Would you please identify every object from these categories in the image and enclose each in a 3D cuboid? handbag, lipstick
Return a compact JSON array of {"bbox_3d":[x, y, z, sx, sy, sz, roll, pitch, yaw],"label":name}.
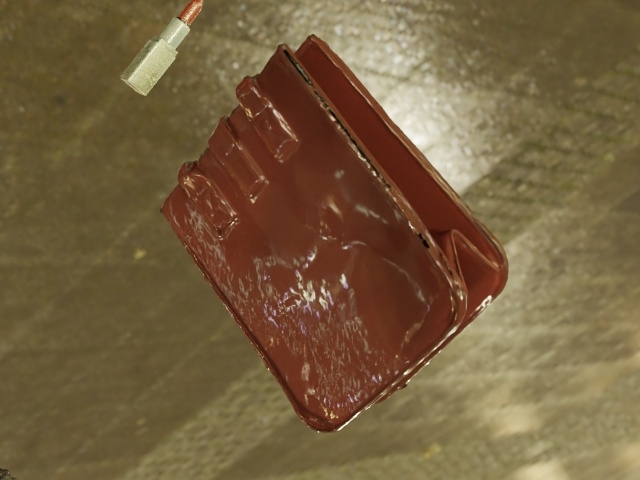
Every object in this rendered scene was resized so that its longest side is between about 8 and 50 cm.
[{"bbox_3d":[0.001,0.000,1.142,0.084,0.275,0.260,-27,164,-41],"label":"handbag"},{"bbox_3d":[-0.175,-0.226,1.538,0.030,0.030,0.129,41,83,-29],"label":"lipstick"}]

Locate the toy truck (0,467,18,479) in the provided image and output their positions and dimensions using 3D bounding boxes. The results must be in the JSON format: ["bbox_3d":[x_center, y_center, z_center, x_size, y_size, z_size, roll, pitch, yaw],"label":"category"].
[{"bbox_3d":[-0.307,0.214,0.958,0.286,0.111,0.136,9,-173,13],"label":"toy truck"}]
